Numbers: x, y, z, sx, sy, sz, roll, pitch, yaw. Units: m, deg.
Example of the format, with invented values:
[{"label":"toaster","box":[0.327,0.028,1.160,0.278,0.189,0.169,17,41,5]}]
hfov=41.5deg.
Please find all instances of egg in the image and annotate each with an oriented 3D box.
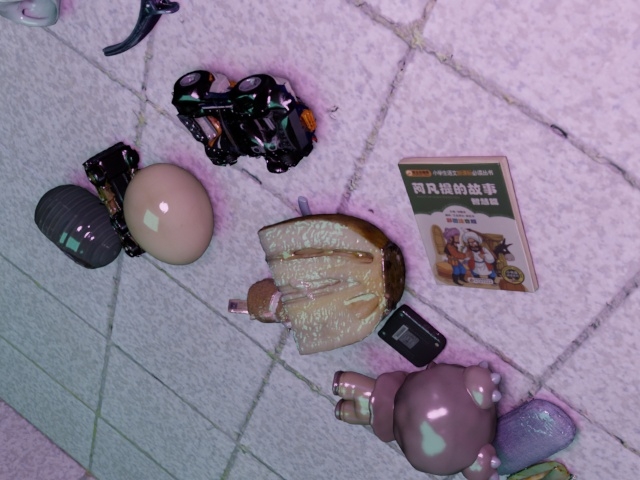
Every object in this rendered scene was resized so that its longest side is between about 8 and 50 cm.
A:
[{"label":"egg","box":[-0.325,-0.054,1.829,0.186,0.186,0.242,13,137,33]}]

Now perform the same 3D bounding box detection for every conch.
[{"label":"conch","box":[-0.596,-0.521,1.705,0.185,0.121,0.221,49,148,-11]},{"label":"conch","box":[0.445,0.504,1.748,0.105,0.079,0.170,35,125,2]}]

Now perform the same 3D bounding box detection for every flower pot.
[{"label":"flower pot","box":[-0.589,-0.036,2.076,0.243,0.157,0.189,34,167,17]}]

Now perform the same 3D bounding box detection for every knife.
[{"label":"knife","box":[-0.001,0.000,1.732,0.028,0.015,0.210,-6,120,36]}]

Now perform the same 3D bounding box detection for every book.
[{"label":"book","box":[0.258,-0.027,1.476,0.202,0.027,0.264,4,126,39]}]

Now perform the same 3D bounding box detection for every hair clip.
[{"label":"hair clip","box":[-0.365,-0.415,1.660,0.083,0.048,0.275,48,142,-11]}]

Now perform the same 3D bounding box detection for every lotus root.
[{"label":"lotus root","box":[0.048,0.058,1.641,0.260,0.149,0.267,-17,95,34]}]

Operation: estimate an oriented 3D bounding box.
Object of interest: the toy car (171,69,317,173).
[{"label":"toy car","box":[-0.137,-0.226,1.573,0.301,0.118,0.193,8,137,35]}]

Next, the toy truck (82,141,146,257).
[{"label":"toy truck","box":[-0.454,-0.096,1.960,0.127,0.127,0.257,16,134,50]}]

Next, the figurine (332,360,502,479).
[{"label":"figurine","box":[0.191,0.344,1.707,0.380,0.203,0.248,5,95,38]}]

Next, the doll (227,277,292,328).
[{"label":"doll","box":[-0.104,0.140,1.869,0.221,0.105,0.115,-2,86,42]}]

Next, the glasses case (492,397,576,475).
[{"label":"glasses case","box":[0.398,0.399,1.696,0.109,0.067,0.282,45,142,4]}]

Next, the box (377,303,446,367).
[{"label":"box","box":[0.188,0.200,1.734,0.125,0.027,0.126,40,141,5]}]
